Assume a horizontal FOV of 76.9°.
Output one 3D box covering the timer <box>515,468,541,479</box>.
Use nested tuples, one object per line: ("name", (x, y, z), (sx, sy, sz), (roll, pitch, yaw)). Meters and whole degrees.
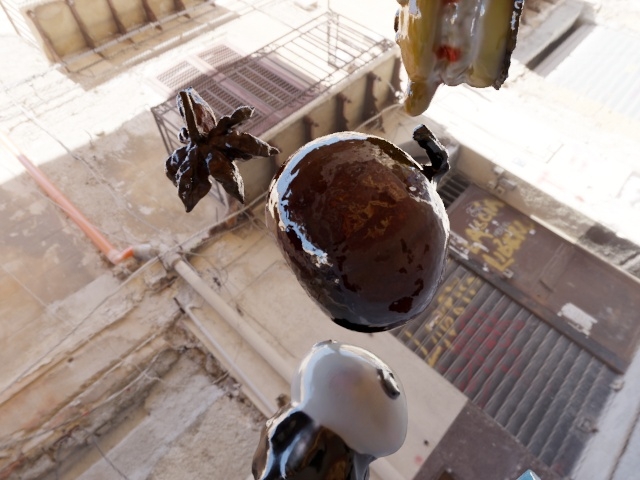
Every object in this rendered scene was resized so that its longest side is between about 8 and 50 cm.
("timer", (0.285, 0.383, 0.391), (0.091, 0.232, 0.250), (-45, -16, 9))

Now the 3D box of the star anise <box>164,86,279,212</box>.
("star anise", (-0.185, -0.145, 0.660), (0.196, 0.212, 0.111), (-54, -9, 16))

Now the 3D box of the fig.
("fig", (0.050, -0.008, 0.466), (0.215, 0.235, 0.235), (-16, -35, -22))

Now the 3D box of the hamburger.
("hamburger", (0.216, -0.369, 0.670), (0.260, 0.187, 0.302), (-70, -23, -46))

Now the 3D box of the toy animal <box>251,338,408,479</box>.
("toy animal", (0.022, 0.305, 0.661), (0.266, 0.213, 0.212), (-54, -20, -15))
